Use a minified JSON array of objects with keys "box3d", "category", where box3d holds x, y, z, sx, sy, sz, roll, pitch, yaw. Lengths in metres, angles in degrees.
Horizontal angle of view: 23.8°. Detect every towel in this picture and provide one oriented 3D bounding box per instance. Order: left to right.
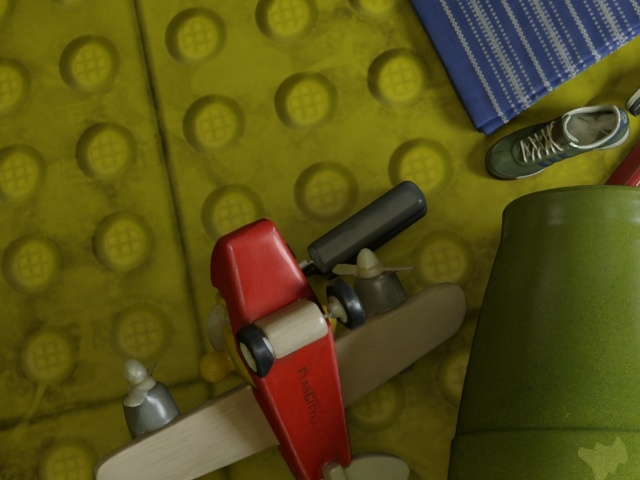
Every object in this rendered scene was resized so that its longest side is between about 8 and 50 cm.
[{"box3d":[0.286,-0.316,1.945,0.336,0.040,0.243,-33,73,24],"category":"towel"}]

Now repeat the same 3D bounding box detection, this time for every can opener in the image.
[{"box3d":[0.000,0.000,1.961,0.283,0.076,0.095,-35,77,-1],"category":"can opener"}]

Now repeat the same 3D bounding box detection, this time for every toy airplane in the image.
[{"box3d":[-0.044,0.167,1.826,0.272,0.386,0.384,43,110,48],"category":"toy airplane"}]

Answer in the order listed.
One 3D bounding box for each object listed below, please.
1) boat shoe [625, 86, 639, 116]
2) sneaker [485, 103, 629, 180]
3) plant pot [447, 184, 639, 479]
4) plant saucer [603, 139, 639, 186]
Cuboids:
[{"box3d":[0.463,-0.197,1.942,0.152,0.056,0.049,-31,71,1],"category":"boat shoe"},{"box3d":[0.301,-0.133,1.937,0.192,0.086,0.064,-16,77,5],"category":"sneaker"},{"box3d":[0.325,0.129,1.740,0.367,0.366,0.353,1,78,9],"category":"plant pot"},{"box3d":[0.455,0.009,1.908,0.259,0.048,0.258,38,87,13],"category":"plant saucer"}]
